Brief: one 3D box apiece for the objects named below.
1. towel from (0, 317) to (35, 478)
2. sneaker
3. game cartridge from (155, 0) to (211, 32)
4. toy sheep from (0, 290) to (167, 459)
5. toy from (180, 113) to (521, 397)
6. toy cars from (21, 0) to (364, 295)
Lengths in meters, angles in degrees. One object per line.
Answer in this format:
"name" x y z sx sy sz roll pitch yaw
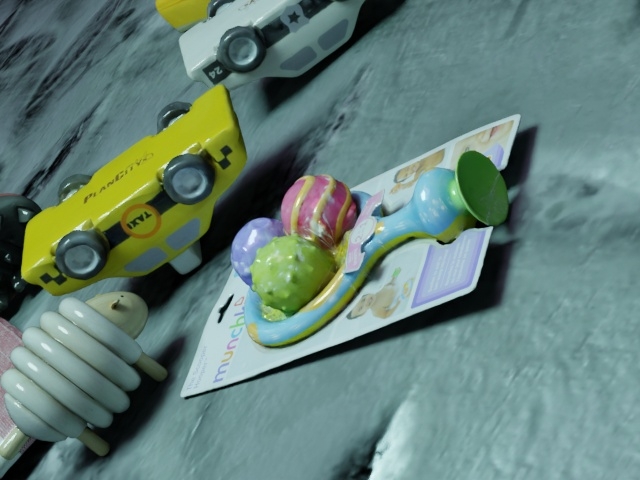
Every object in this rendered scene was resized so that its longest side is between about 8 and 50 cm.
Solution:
"towel" -0.323 0.205 0.857 0.329 0.037 0.237 -52 29 -11
"sneaker" -0.355 0.034 1.033 0.276 0.097 0.135 -40 42 18
"game cartridge" -0.003 -0.360 1.158 0.323 0.052 0.285 -11 43 48
"toy sheep" -0.158 0.087 0.732 0.132 0.091 0.091 -54 29 -16
"toy" 0.000 0.000 0.668 0.237 0.056 0.137 -21 35 39
"toy cars" -0.068 -0.098 0.869 0.176 0.087 0.394 1 49 48
